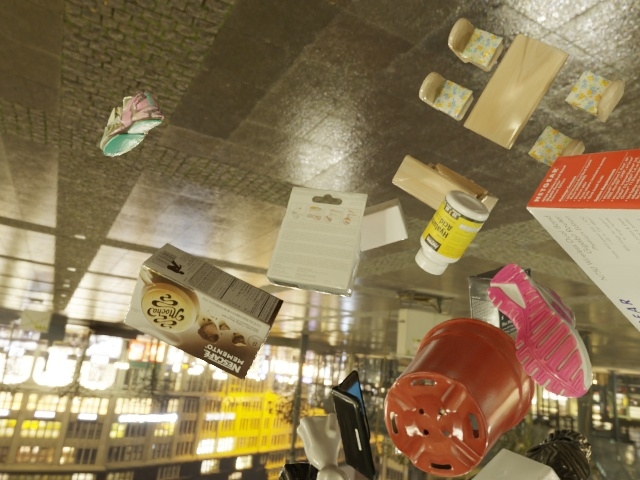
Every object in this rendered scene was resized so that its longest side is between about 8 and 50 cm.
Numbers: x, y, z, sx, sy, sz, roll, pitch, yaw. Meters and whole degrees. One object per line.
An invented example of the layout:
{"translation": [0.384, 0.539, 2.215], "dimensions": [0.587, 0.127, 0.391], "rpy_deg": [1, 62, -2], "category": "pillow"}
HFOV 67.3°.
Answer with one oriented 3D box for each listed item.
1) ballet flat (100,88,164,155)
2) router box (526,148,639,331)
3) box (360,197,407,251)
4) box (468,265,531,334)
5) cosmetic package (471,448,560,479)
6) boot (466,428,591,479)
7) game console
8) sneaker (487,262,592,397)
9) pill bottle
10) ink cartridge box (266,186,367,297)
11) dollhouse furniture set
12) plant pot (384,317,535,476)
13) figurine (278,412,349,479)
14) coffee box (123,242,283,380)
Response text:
{"translation": [-0.378, -0.236, 0.951], "dimensions": [0.076, 0.079, 0.221], "rpy_deg": [-13, 179, -43], "category": "ballet flat"}
{"translation": [0.443, 0.038, 0.503], "dimensions": [0.335, 0.082, 0.301], "rpy_deg": [39, 169, -21], "category": "router box"}
{"translation": [0.165, -0.047, 1.318], "dimensions": [0.130, 0.091, 0.170], "rpy_deg": [-17, -171, 14], "category": "box"}
{"translation": [0.488, 0.162, 1.295], "dimensions": [0.156, 0.158, 0.093], "rpy_deg": [-11, -172, -34], "category": "box"}
{"translation": [0.226, 0.473, 0.503], "dimensions": [0.284, 0.377, 0.097], "rpy_deg": [-34, 180, -16], "category": "cosmetic package"}
{"translation": [0.526, 0.605, 1.222], "dimensions": [0.348, 0.131, 0.260], "rpy_deg": [-32, 156, 16], "category": "boot"}
{"translation": [0.065, 0.271, 0.719], "dimensions": [0.071, 0.122, 0.107], "rpy_deg": [-14, -175, -27], "category": "game console"}
{"translation": [0.385, 0.148, 0.805], "dimensions": [0.111, 0.252, 0.103], "rpy_deg": [22, 126, -23], "category": "sneaker"}
{"translation": [0.185, -0.009, 0.695], "dimensions": [0.065, 0.065, 0.116], "rpy_deg": [12, 123, -20], "category": "pill bottle"}
{"translation": [0.000, 0.000, 1.087], "dimensions": [0.189, 0.232, 0.066], "rpy_deg": [8, 154, 16], "category": "ink cartridge box"}
{"translation": [0.364, -0.248, 1.044], "dimensions": [0.362, 0.394, 0.256], "rpy_deg": [37, -160, 25], "category": "dollhouse furniture set"}
{"translation": [0.277, 0.325, 0.995], "dimensions": [0.272, 0.273, 0.265], "rpy_deg": [-3, -176, 33], "category": "plant pot"}
{"translation": [-0.005, 0.495, 0.976], "dimensions": [0.092, 0.215, 0.209], "rpy_deg": [15, -164, -17], "category": "figurine"}
{"translation": [-0.255, 0.157, 1.064], "dimensions": [0.297, 0.168, 0.119], "rpy_deg": [27, -155, -2], "category": "coffee box"}
